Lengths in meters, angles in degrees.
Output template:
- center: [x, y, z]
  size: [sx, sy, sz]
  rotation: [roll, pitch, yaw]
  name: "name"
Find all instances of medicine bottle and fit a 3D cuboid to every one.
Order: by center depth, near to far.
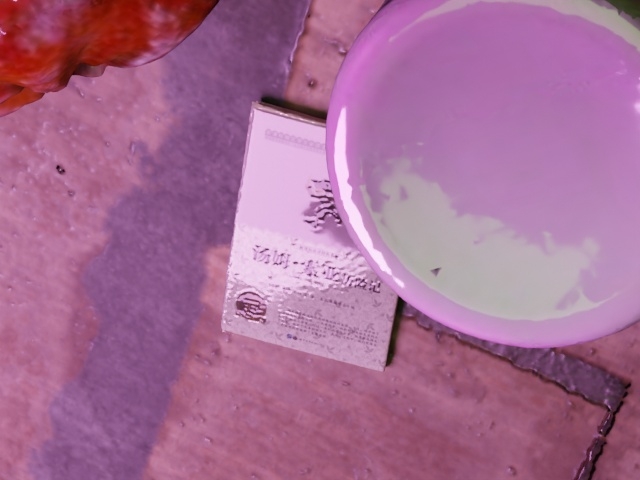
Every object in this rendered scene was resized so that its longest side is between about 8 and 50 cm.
- center: [0.142, -0.099, 1.120]
  size: [0.212, 0.325, 0.212]
  rotation: [7, 117, 14]
  name: "medicine bottle"

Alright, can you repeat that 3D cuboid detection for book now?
- center: [0.000, 0.000, 1.385]
  size: [0.127, 0.014, 0.181]
  rotation: [15, 118, 11]
  name: "book"

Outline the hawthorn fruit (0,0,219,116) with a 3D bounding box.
- center: [-0.186, -0.210, 1.223]
  size: [0.284, 0.284, 0.284]
  rotation: [7, 115, 14]
  name: "hawthorn fruit"
